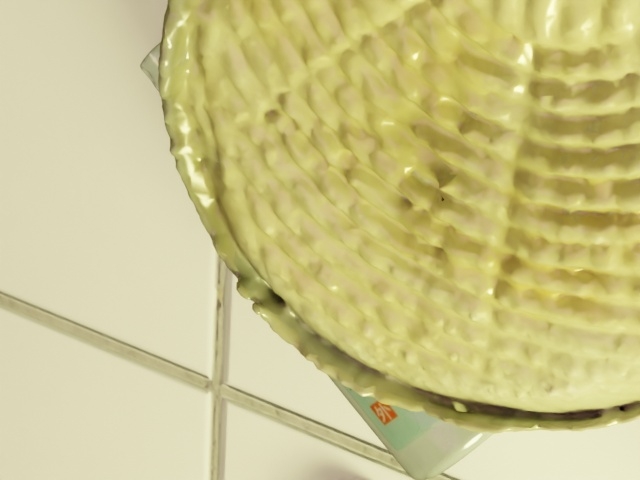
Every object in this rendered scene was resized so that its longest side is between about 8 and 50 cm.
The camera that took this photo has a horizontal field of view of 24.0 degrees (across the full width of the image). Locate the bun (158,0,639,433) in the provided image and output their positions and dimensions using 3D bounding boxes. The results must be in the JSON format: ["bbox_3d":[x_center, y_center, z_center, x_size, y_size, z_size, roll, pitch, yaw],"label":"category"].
[{"bbox_3d":[0.104,-0.084,0.794,0.364,0.202,0.364,15,125,23],"label":"bun"}]

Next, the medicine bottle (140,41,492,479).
[{"bbox_3d":[0.000,0.000,1.051,0.352,0.110,0.110,52,130,3],"label":"medicine bottle"}]
